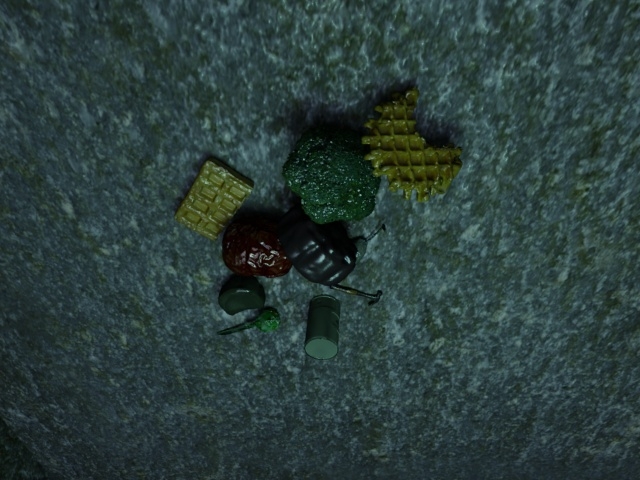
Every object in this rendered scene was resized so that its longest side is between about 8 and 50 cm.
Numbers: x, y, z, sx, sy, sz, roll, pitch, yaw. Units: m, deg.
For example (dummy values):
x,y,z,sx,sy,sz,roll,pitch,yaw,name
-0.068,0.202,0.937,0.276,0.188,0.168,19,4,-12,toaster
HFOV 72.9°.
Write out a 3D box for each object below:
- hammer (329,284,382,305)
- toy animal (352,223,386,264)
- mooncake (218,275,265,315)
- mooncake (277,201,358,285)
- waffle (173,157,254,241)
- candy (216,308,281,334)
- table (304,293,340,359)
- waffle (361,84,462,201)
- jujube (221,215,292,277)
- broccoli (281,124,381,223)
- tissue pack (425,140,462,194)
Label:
x,y,z,sx,sy,sz,roll,pitch,yaw,name
0.130,0.202,1.655,0.201,0.021,0.078,16,126,-7,hammer
0.144,0.021,1.485,0.070,0.079,0.253,20,130,-38,toy animal
-0.296,0.212,1.641,0.175,0.104,0.168,12,123,-8,mooncake
0.000,0.000,1.359,0.141,0.283,0.283,-39,115,22,mooncake
-0.351,-0.132,1.418,0.168,0.057,0.274,31,122,-17,waffle
-0.304,0.353,1.771,0.324,0.097,0.097,-20,123,26,candy
0.010,0.324,1.629,0.127,0.219,0.126,2,126,2,table
0.245,-0.250,1.168,0.293,0.069,0.259,46,74,-10,waffle
-0.206,0.023,1.428,0.233,0.212,0.212,1,126,4,jujube
0.032,-0.181,1.237,0.308,0.307,0.275,28,152,-16,broccoli
0.316,-0.224,1.290,0.169,0.082,0.119,21,122,-11,tissue pack
